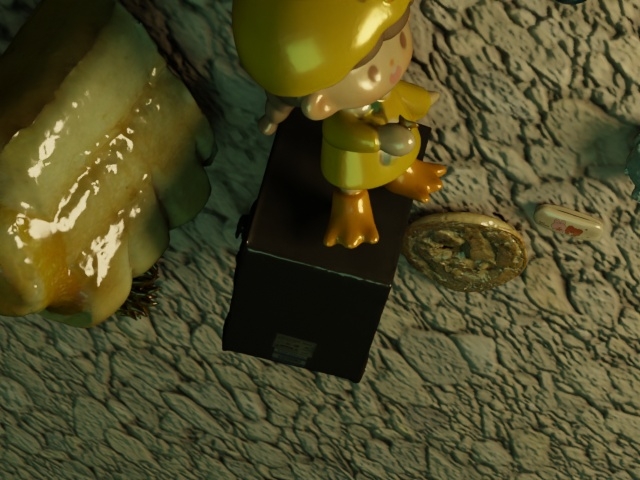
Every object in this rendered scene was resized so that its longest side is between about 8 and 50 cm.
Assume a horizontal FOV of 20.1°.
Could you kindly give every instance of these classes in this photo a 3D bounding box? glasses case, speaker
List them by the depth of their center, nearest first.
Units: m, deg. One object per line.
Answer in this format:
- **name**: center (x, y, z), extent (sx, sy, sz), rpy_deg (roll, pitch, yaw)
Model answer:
- **speaker**: center (0.000, 0.000, 2.055), extent (0.184, 0.232, 0.254), rpy_deg (16, 147, 0)
- **glasses case**: center (0.288, -0.021, 2.098), extent (0.083, 0.021, 0.032), rpy_deg (18, 144, -3)

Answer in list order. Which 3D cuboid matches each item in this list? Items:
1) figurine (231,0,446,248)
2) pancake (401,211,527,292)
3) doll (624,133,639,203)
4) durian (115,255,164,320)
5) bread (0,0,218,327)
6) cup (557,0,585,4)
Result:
- **figurine**: center (0.026, -0.165, 1.823), extent (0.187, 0.215, 0.344), rpy_deg (9, 132, 30)
- **pancake**: center (0.172, 0.011, 2.175), extent (0.158, 0.028, 0.158), rpy_deg (9, 145, 6)
- **doll**: center (0.418, -0.072, 1.945), extent (0.179, 0.075, 0.120), rpy_deg (6, 145, 12)
- **durian**: center (-0.280, -0.006, 2.273), extent (0.252, 0.144, 0.139), rpy_deg (34, 177, -33)
- **bread**: center (-0.297, -0.073, 1.993), extent (0.210, 0.341, 0.300), rpy_deg (12, 152, 42)
- **cup**: center (0.228, -0.310, 1.648), extent (0.155, 0.176, 0.131), rpy_deg (22, 179, 1)
